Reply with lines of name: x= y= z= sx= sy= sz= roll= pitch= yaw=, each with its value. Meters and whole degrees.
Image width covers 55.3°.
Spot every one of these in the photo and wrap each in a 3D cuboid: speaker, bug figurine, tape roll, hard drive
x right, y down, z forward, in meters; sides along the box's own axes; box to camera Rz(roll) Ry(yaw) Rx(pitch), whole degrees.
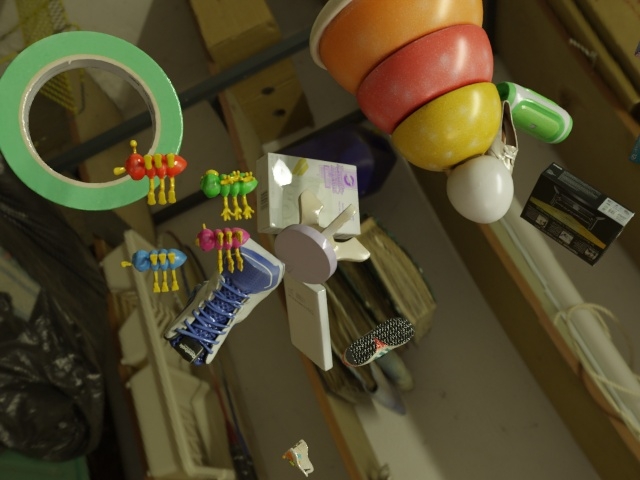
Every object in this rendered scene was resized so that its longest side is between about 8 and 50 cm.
speaker: x=0.701 y=-0.425 z=2.048 sx=0.297 sy=0.131 sz=0.131 roll=17 pitch=25 yaw=-26
bug figurine: x=-0.213 y=-0.039 z=0.983 sx=0.072 sy=0.216 sz=0.279 roll=-108 pitch=-158 yaw=-47
tape roll: x=-0.420 y=-0.215 z=1.127 sx=0.321 sy=0.321 sz=0.077 roll=63 pitch=-17 yaw=-11
hard drive: x=-0.049 y=0.284 z=2.266 sx=0.233 sy=0.047 sz=0.353 roll=31 pitch=-45 yaw=47

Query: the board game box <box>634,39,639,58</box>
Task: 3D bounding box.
board game box: x=0.876 y=-0.596 z=1.364 sx=0.066 sy=0.318 sz=0.318 roll=25 pitch=-11 yaw=-5

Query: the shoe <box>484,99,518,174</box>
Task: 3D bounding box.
shoe: x=0.448 y=-0.246 z=1.511 sx=0.077 sy=0.058 sz=0.219 roll=14 pitch=67 yaw=-33

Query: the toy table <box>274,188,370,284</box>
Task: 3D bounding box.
toy table: x=0.000 y=0.000 z=1.632 sx=0.252 sy=0.161 sz=0.274 roll=51 pitch=-27 yaw=-12

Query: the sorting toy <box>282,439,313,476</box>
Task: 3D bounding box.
sorting toy: x=-0.048 y=0.529 z=1.465 sx=0.075 sy=0.045 sz=0.083 roll=48 pitch=10 yaw=14

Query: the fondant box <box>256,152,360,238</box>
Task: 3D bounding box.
fondant box: x=-0.038 y=-0.136 z=1.957 sx=0.096 sy=0.330 sz=0.238 roll=-21 pitch=-111 yaw=56

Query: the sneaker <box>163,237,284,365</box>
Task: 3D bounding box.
sneaker: x=-0.196 y=0.142 z=1.177 sx=0.127 sy=0.315 sz=0.182 roll=36 pitch=46 yaw=-12

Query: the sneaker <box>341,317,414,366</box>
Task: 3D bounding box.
sneaker: x=0.110 y=0.205 z=1.223 sx=0.057 sy=0.161 sz=0.075 roll=61 pitch=-23 yaw=10

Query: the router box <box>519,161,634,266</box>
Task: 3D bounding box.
router box: x=0.857 y=-0.087 z=2.071 sx=0.309 sy=0.081 sz=0.243 roll=40 pitch=-27 yaw=21

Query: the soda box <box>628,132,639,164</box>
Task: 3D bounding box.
soda box: x=0.846 y=-0.282 z=1.502 sx=0.067 sy=0.071 sz=0.210 roll=45 pitch=-55 yaw=54

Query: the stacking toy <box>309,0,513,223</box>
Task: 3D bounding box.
stacking toy: x=0.212 y=-0.248 z=1.141 sx=0.350 sy=0.351 sz=0.479 roll=57 pitch=11 yaw=-80
